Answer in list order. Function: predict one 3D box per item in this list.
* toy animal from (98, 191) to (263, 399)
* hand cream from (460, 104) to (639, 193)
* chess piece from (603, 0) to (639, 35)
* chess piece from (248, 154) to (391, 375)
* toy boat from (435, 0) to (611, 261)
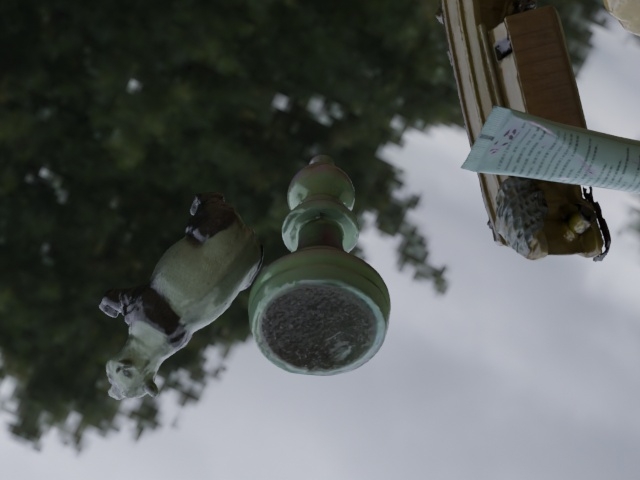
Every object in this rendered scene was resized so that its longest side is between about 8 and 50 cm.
[{"bbox_3d":[-0.142,0.061,1.796,0.094,0.225,0.121,45,172,-22],"label":"toy animal"},{"bbox_3d":[0.307,-0.085,1.977,0.331,0.085,0.058,6,-140,-32],"label":"hand cream"},{"bbox_3d":[0.408,-0.175,1.628,0.397,0.117,0.117,15,-162,-35],"label":"chess piece"},{"bbox_3d":[0.000,0.000,1.833,0.139,0.139,0.272,22,-143,-17],"label":"chess piece"},{"bbox_3d":[0.235,-0.184,2.151,0.136,0.162,0.445,-2,-110,-33],"label":"toy boat"}]
